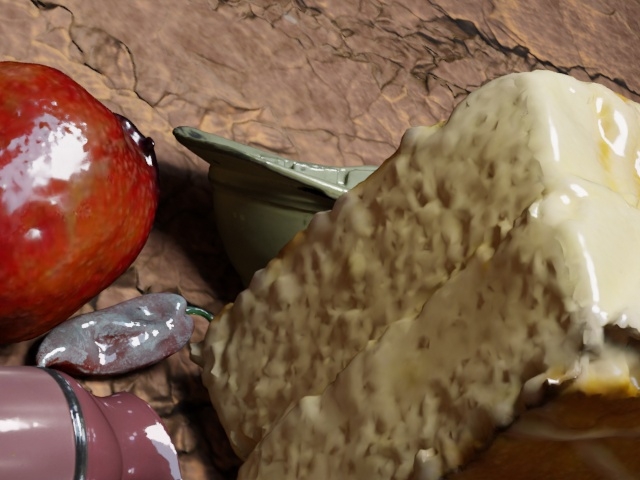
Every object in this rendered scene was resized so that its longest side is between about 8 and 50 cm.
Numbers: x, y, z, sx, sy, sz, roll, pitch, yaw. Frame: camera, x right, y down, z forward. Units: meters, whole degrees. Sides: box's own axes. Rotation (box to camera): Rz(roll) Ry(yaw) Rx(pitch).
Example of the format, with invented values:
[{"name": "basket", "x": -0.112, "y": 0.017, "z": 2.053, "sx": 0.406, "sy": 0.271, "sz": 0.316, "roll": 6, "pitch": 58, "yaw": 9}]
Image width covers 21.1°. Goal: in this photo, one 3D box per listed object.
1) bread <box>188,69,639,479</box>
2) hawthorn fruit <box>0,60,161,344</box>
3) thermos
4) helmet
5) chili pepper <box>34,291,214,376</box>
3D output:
[{"name": "bread", "x": 0.163, "y": 0.096, "z": 1.205, "sx": 0.390, "sy": 0.371, "sz": 0.279, "roll": 12, "pitch": 44, "yaw": -42}, {"name": "hawthorn fruit", "x": -0.224, "y": -0.011, "z": 1.139, "sx": 0.189, "sy": 0.189, "sz": 0.251, "roll": 42, "pitch": 54, "yaw": -1}, {"name": "thermos", "x": -0.238, "y": 0.128, "z": 1.033, "sx": 0.330, "sy": 0.136, "sz": 0.110, "roll": 5, "pitch": 84, "yaw": -42}, {"name": "helmet", "x": -0.005, "y": 0.003, "z": 1.358, "sx": 0.257, "sy": 0.137, "sz": 0.204, "roll": 11, "pitch": 6, "yaw": -15}, {"name": "chili pepper", "x": -0.143, "y": 0.069, "z": 1.231, "sx": 0.153, "sy": 0.041, "sz": 0.050, "roll": -19, "pitch": 46, "yaw": -35}]
